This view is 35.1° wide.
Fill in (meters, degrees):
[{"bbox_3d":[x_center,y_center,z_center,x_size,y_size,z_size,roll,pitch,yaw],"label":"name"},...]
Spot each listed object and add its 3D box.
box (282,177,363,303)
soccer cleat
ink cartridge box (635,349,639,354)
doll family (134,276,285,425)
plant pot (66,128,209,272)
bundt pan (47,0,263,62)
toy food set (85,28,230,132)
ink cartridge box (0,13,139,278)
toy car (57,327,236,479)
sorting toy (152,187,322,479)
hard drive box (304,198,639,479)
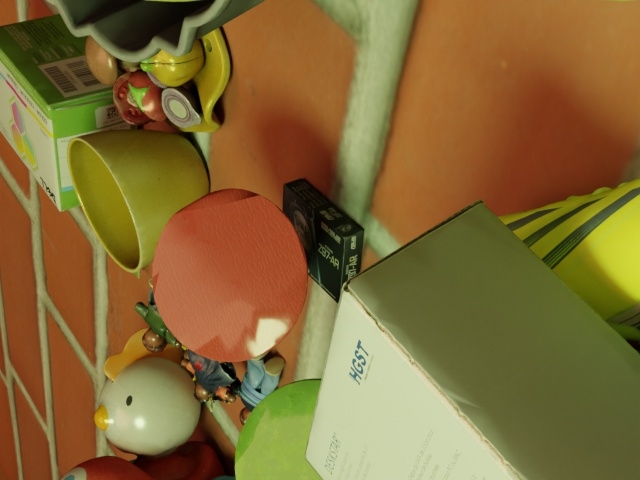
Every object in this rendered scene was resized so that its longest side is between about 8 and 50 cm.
[{"bbox_3d":[0.000,0.000,0.791,0.083,0.018,0.067,43,142,38],"label":"box"},{"bbox_3d":[0.169,-0.001,0.463,0.289,0.093,0.121,7,88,61],"label":"soccer cleat"},{"bbox_3d":[0.137,0.142,0.610,0.332,0.065,0.165,3,112,60],"label":"ink cartridge box"},{"bbox_3d":[-0.106,0.115,0.989,0.193,0.076,0.111,47,140,28],"label":"doll family"},{"bbox_3d":[-0.161,-0.050,0.943,0.134,0.095,0.134,42,147,36],"label":"plant pot"},{"bbox_3d":[-0.104,-0.285,0.620,0.330,0.124,0.331,31,135,37],"label":"bundt pan"},{"bbox_3d":[-0.159,-0.152,0.906,0.218,0.071,0.128,9,116,57],"label":"toy food set"},{"bbox_3d":[-0.281,-0.091,1.121,0.189,0.097,0.255,44,142,39],"label":"ink cartridge box"},{"bbox_3d":[-0.205,0.218,1.114,0.219,0.210,0.238,-6,91,49],"label":"toy car"},{"bbox_3d":[0.009,0.133,0.739,0.127,0.126,0.366,-28,82,19],"label":"sorting toy"},{"bbox_3d":[0.102,0.128,0.470,0.232,0.089,0.181,47,152,23],"label":"hard drive box"}]
